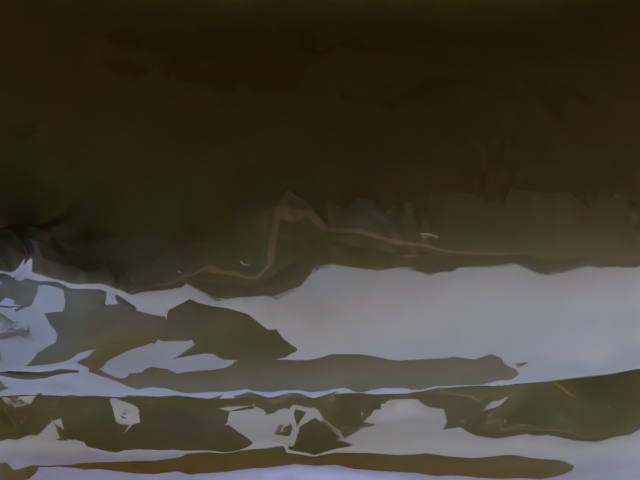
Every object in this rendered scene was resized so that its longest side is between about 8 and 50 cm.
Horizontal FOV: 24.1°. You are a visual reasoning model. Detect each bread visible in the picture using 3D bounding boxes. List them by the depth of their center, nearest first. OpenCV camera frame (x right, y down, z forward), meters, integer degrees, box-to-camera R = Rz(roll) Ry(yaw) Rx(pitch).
[{"bbox_3d":[0.000,0.000,0.605,0.376,0.348,0.253,0,-124,1],"label":"bread"}]
